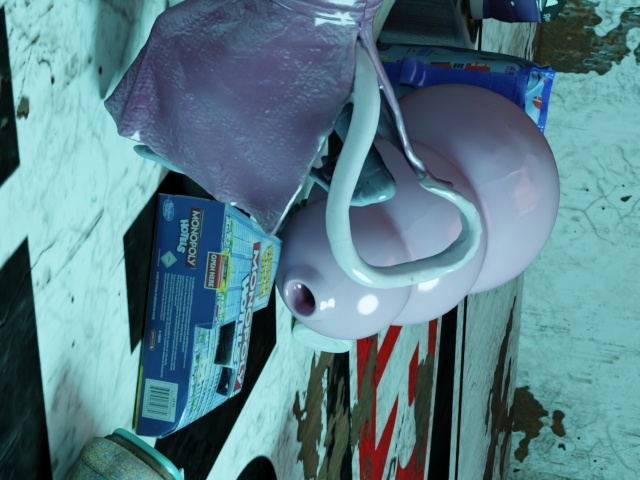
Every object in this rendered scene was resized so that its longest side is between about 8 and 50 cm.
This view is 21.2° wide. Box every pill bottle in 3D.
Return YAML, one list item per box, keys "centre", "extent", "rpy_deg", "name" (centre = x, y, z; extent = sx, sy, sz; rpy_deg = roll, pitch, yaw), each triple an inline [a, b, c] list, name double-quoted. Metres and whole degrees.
- centre: [0.014, 0.054, 1.830]
  extent: [0.067, 0.067, 0.120]
  rpy_deg: [68, 33, -65]
  name: "pill bottle"

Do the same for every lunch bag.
- centre: [0.123, -0.160, 1.826]
  extent: [0.293, 0.220, 0.138]
  rpy_deg: [24, 74, -77]
  name: "lunch bag"

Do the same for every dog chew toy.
- centre: [0.081, -0.017, 1.593]
  extent: [0.332, 0.206, 0.207]
  rpy_deg: [-34, 134, -45]
  name: "dog chew toy"

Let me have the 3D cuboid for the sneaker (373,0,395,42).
- centre: [0.023, -0.262, 1.587]
  extent: [0.121, 0.108, 0.302]
  rpy_deg: [78, 24, -67]
  name: "sneaker"

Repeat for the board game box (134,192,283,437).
- centre: [-0.086, 0.054, 1.415]
  extent: [0.194, 0.060, 0.194]
  rpy_deg: [-19, 116, -75]
  name: "board game box"

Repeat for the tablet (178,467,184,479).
- centre: [-0.126, 0.245, 1.480]
  extent: [0.054, 0.006, 0.083]
  rpy_deg: [-63, 158, -55]
  name: "tablet"

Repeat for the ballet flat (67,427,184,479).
- centre: [-0.133, 0.238, 1.288]
  extent: [0.106, 0.107, 0.316]
  rpy_deg: [-56, 154, -17]
  name: "ballet flat"

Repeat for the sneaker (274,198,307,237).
- centre: [0.000, 0.000, 1.723]
  extent: [0.208, 0.094, 0.081]
  rpy_deg: [-26, 85, -53]
  name: "sneaker"

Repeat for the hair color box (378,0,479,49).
- centre: [0.113, -0.349, 1.912]
  extent: [0.374, 0.113, 0.185]
  rpy_deg: [57, 42, -72]
  name: "hair color box"

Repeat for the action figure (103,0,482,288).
- centre: [-0.007, -0.172, 1.096]
  extent: [0.248, 0.276, 0.370]
  rpy_deg: [-16, 140, -37]
  name: "action figure"

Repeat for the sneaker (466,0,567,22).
- centre: [0.238, -0.384, 1.904]
  extent: [0.107, 0.124, 0.283]
  rpy_deg: [-47, 141, -71]
  name: "sneaker"

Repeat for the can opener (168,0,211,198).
- centre: [-0.073, -0.156, 1.308]
  extent: [0.093, 0.074, 0.280]
  rpy_deg: [-66, 160, -53]
  name: "can opener"
